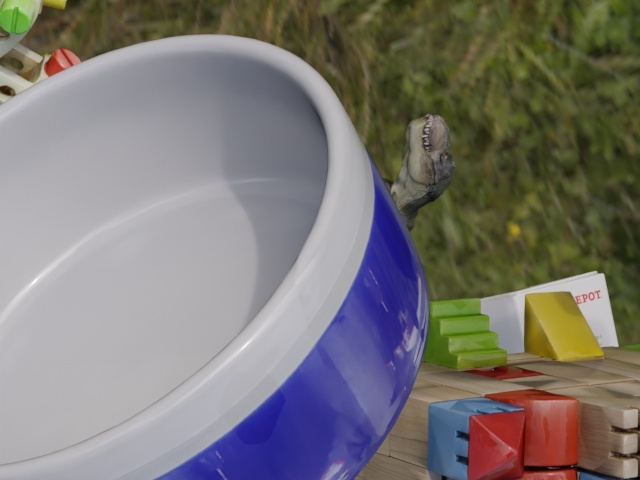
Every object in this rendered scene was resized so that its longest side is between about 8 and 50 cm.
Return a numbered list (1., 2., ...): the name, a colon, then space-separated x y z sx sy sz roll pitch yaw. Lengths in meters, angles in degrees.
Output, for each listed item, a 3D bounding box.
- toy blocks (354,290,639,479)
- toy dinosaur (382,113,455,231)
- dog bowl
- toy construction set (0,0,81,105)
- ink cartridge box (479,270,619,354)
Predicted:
1. toy blocks: 0.188 0.151 1.461 0.381 0.261 0.190 -3 97 -31
2. toy dinosaur: 0.000 0.000 1.445 0.118 0.064 0.268 2 151 -29
3. dog bowl: -0.088 0.032 0.906 0.265 0.265 0.104 -26 129 8
4. toy construction set: -0.225 -0.148 1.781 0.328 0.151 0.215 37 122 -7
5. ink cartridge box: 0.232 0.144 2.003 0.148 0.086 0.203 -10 88 -44
